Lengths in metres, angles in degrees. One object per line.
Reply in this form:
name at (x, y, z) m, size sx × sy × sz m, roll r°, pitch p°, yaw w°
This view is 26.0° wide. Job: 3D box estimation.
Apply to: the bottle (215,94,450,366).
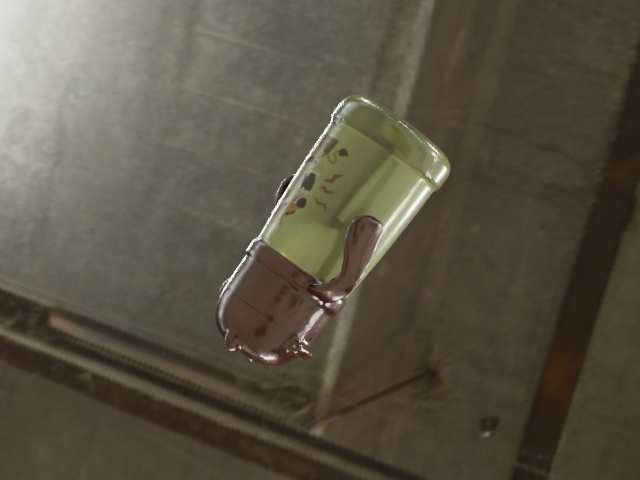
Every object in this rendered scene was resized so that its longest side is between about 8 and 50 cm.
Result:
bottle at (0.000, 0.000, 0.490) m, size 0.047 × 0.063 × 0.101 m, roll 36°, pitch -93°, yaw -2°
